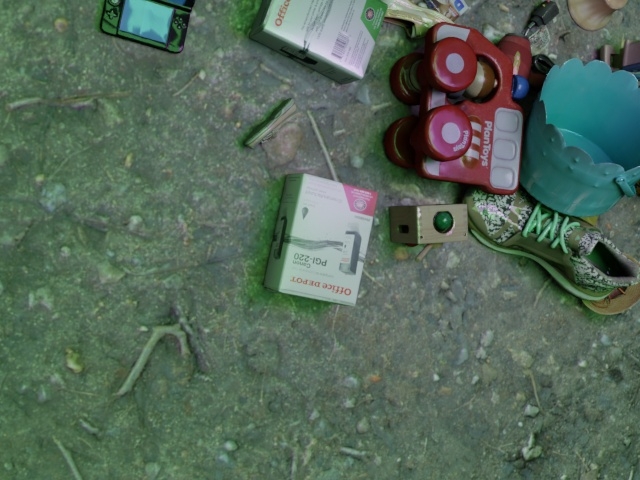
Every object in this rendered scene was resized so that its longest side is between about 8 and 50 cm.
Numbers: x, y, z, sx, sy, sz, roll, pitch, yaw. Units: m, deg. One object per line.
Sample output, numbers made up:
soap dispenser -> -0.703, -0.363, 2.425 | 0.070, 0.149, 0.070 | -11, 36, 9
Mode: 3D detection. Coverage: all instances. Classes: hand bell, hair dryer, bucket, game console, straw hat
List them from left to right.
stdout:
game console -> -0.280, -0.393, 1.322 | 0.144, 0.085, 0.124 | 12, 87, -22
hair dryer -> 0.441, -0.332, 1.629 | 0.293, 0.080, 0.224 | -41, 108, -15
bucket -> 0.518, -0.193, 1.548 | 0.281, 0.183, 0.281 | 6, 55, -9
straw hat -> 0.635, 0.101, 1.733 | 0.144, 0.144, 0.061 | -63, 149, -9
hand bell -> 0.629, -0.512, 1.613 | 0.126, 0.242, 0.126 | -1, 93, -22

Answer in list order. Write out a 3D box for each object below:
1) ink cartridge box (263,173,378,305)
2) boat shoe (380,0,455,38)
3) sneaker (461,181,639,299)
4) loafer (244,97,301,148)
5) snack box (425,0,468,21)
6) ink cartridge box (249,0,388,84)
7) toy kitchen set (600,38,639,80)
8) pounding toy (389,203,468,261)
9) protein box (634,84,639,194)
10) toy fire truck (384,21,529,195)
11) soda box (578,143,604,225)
ink cartridge box -> 0.000, 0.000, 1.452 | 0.158, 0.092, 0.218 | 13, 89, -22
boat shoe -> 0.183, -0.418, 1.531 | 0.170, 0.063, 0.059 | 20, 87, -13
sneaker -> 0.476, -0.017, 1.592 | 0.410, 0.182, 0.158 | 28, 79, -13
loafer -> -0.083, -0.204, 1.436 | 0.125, 0.045, 0.039 | -47, 115, -17
snack box -> 0.216, -0.508, 1.559 | 0.064, 0.022, 0.178 | -45, 107, -17
ink cartridge box -> -0.004, -0.396, 1.436 | 0.208, 0.087, 0.153 | 23, 84, -23
toy kitchen set -> 0.718, -0.358, 1.696 | 0.207, 0.166, 0.122 | -2, 93, -22
pounding toy -> 0.204, -0.018, 1.509 | 0.130, 0.141, 0.100 | -4, 94, -22
protein box -> 0.749, -0.200, 1.700 | 0.201, 0.136, 0.200 | 23, 83, -43
toy fire truck -> 0.275, -0.247, 1.508 | 0.253, 0.169, 0.302 | 7, 87, -22
soda box -> 0.578, -0.124, 1.706 | 0.061, 0.058, 0.181 | 26, 83, -22
